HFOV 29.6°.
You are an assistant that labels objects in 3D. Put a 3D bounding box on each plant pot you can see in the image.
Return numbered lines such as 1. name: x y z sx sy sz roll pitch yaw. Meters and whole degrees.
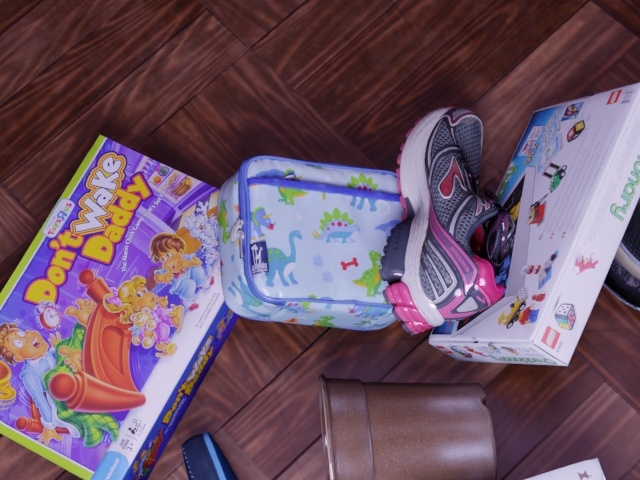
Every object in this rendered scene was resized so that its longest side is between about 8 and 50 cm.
1. plant pot: 0.086 0.210 1.222 0.165 0.167 0.166 -5 68 -3

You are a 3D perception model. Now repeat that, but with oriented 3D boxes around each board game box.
1. board game box: -0.228 0.083 1.347 0.233 0.078 0.347 24 74 15
2. board game box: 0.239 -0.015 1.268 0.053 0.193 0.305 33 74 -20

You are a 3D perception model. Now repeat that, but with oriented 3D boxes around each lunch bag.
1. lunch bag: 0.000 0.000 1.293 0.219 0.090 0.176 8 66 -26

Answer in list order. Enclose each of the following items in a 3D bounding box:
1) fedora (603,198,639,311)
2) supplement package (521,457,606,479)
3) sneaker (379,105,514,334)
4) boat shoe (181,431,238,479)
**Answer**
1. fedora: 0.425 -0.076 1.283 0.334 0.152 0.333 -3 68 7
2. supplement package: 0.197 0.366 1.115 0.204 0.145 0.261 -13 64 -17
3. sneaker: 0.149 -0.028 1.279 0.112 0.121 0.299 -16 42 27
4. boat shoe: -0.104 0.322 1.226 0.089 0.109 0.258 -22 66 2
